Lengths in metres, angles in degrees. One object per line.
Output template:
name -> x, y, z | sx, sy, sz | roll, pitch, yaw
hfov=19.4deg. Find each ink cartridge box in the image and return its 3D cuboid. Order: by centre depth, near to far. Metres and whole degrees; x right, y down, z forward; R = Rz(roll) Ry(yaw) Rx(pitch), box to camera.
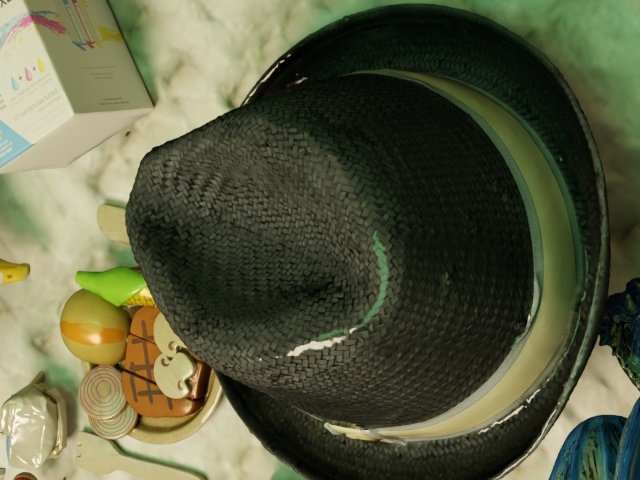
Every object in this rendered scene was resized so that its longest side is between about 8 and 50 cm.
ink cartridge box -> -0.197, -0.129, 1.269 | 0.092, 0.090, 0.143 | -30, 81, 31

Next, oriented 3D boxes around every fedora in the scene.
fedora -> 0.000, 0.000, 1.083 | 0.334, 0.152, 0.334 | -9, 77, 43

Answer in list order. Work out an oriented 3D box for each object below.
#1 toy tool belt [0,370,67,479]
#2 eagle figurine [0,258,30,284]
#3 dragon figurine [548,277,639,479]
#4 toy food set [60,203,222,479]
toy tool belt -> -0.205, 0.139, 1.338 | 0.052, 0.051, 0.083 | 7, 110, 1
eagle figurine -> -0.314, 0.031, 1.293 | 0.225, 0.226, 0.298 | 18, 103, 19
dragon figurine -> 0.176, 0.133, 1.009 | 0.144, 0.289, 0.085 | 41, 144, -9
toy food set -> -0.124, 0.079, 1.279 | 0.132, 0.038, 0.192 | 12, 102, 30
